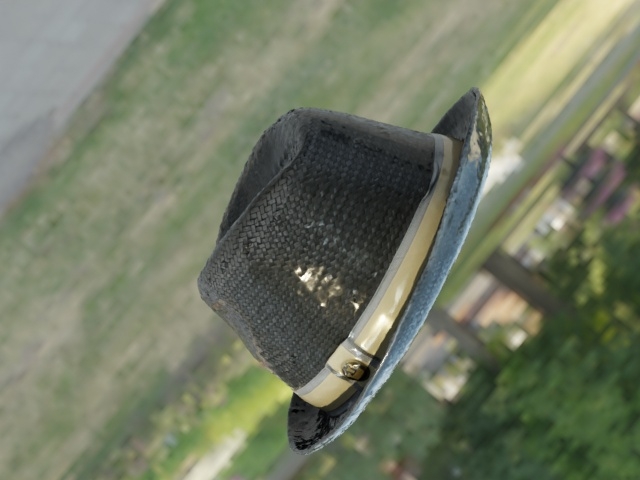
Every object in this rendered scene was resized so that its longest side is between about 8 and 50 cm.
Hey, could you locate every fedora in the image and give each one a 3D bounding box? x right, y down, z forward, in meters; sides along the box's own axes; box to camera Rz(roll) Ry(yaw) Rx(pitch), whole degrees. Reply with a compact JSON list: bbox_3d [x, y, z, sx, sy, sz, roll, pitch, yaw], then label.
[{"bbox_3d":[0.000,0.000,1.530,0.334,0.152,0.334,-61,-171,16],"label":"fedora"}]
